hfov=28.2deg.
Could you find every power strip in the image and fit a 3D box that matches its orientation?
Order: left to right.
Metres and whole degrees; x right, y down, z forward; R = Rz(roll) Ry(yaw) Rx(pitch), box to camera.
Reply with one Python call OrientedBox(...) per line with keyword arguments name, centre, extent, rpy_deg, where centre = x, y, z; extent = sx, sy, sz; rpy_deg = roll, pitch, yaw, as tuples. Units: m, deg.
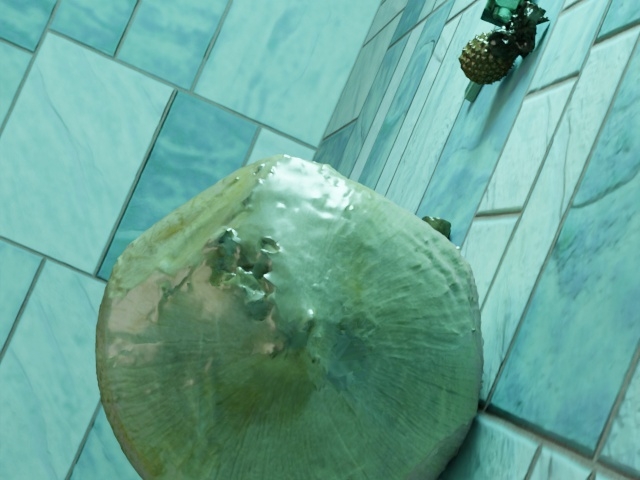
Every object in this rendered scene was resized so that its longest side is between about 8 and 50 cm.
OrientedBox(name="power strip", centre=(0.235, -0.242, 1.875), extent=(0.027, 0.017, 0.083), rpy_deg=(-80, 14, -57))

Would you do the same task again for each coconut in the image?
OrientedBox(name="coconut", centre=(-0.030, 0.111, 1.241), extent=(0.404, 0.404, 0.404), rpy_deg=(-156, 90, -83))

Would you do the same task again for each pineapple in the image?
OrientedBox(name="pineapple", centre=(0.245, -0.261, 1.683), extent=(0.159, 0.074, 0.074), rpy_deg=(-35, 31, 61))

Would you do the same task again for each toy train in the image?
OrientedBox(name="toy train", centre=(0.280, -0.381, 1.797), extent=(0.099, 0.070, 0.172), rpy_deg=(91, -158, -81))

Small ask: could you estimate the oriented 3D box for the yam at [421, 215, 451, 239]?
OrientedBox(name="yam", centre=(0.097, 0.096, 1.643), extent=(0.061, 0.061, 0.274), rpy_deg=(158, 136, -80))
